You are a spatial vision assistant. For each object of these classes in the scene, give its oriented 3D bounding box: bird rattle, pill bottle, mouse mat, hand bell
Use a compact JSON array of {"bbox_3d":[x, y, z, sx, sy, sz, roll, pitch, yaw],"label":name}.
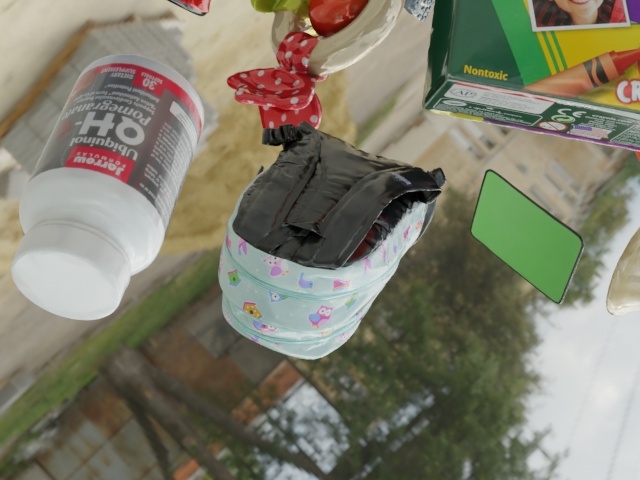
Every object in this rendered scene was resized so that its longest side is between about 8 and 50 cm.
[{"bbox_3d":[-0.005,-0.238,1.236,0.207,0.143,0.253,-25,-144,25],"label":"bird rattle"},{"bbox_3d":[-0.262,-0.065,1.396,0.176,0.176,0.319,-45,-156,45],"label":"pill bottle"},{"bbox_3d":[0.302,-0.005,1.687,0.007,0.189,0.153,-32,149,-29],"label":"mouse mat"},{"bbox_3d":[0.443,0.076,1.214,0.126,0.242,0.126,-34,139,-36],"label":"hand bell"}]

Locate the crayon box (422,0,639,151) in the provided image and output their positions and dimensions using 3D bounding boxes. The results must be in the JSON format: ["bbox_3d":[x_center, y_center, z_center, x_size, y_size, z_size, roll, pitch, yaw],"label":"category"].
[{"bbox_3d":[0.289,-0.240,0.977,0.106,0.362,0.313,129,-31,-77],"label":"crayon box"}]

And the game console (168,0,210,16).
[{"bbox_3d":[-0.329,-0.387,1.321,0.386,0.342,0.060,21,99,-44],"label":"game console"}]

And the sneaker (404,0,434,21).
[{"bbox_3d":[0.147,-0.459,1.925,0.283,0.122,0.110,-70,177,-57],"label":"sneaker"}]

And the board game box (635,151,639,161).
[{"bbox_3d":[0.661,-0.325,1.706,0.356,0.356,0.356,-4,153,-31],"label":"board game box"}]

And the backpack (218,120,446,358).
[{"bbox_3d":[0.000,0.000,0.851,0.182,0.152,0.115,-53,154,-54],"label":"backpack"}]
